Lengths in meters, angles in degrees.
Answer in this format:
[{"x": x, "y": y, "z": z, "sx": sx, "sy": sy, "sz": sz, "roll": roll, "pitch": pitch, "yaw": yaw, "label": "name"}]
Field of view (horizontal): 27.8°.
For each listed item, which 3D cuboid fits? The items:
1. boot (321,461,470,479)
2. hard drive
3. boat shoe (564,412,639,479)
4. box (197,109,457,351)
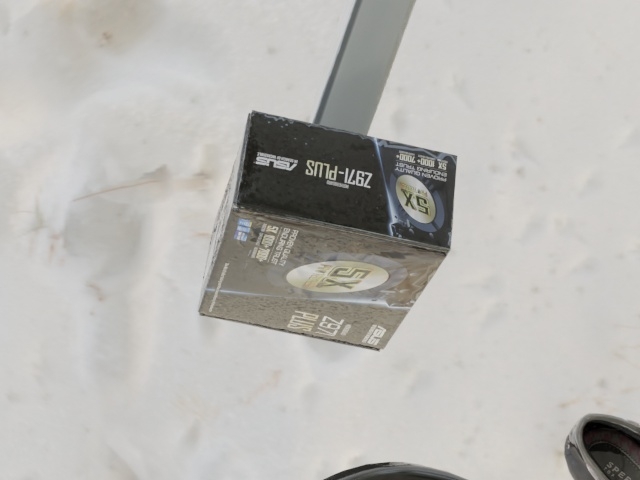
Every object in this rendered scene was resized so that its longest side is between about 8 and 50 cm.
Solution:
[{"x": 0.101, "y": 0.220, "z": 0.340, "sx": 0.131, "sy": 0.260, "sz": 0.348, "roll": -26, "pitch": 86, "yaw": -14, "label": "boot"}, {"x": 0.044, "y": -0.201, "z": 1.145, "sx": 0.047, "sy": 0.353, "sz": 0.233, "roll": 19, "pitch": 104, "yaw": -4, "label": "hard drive"}, {"x": 0.391, "y": 0.299, "z": 1.338, "sx": 0.335, "sy": 0.095, "sz": 0.112, "roll": 38, "pitch": 79, "yaw": 24, "label": "boat shoe"}, {"x": 0.000, "y": 0.000, "z": 0.922, "sx": 0.147, "sy": 0.180, "sz": 0.077, "roll": 12, "pitch": 61, "yaw": -8, "label": "box"}]
